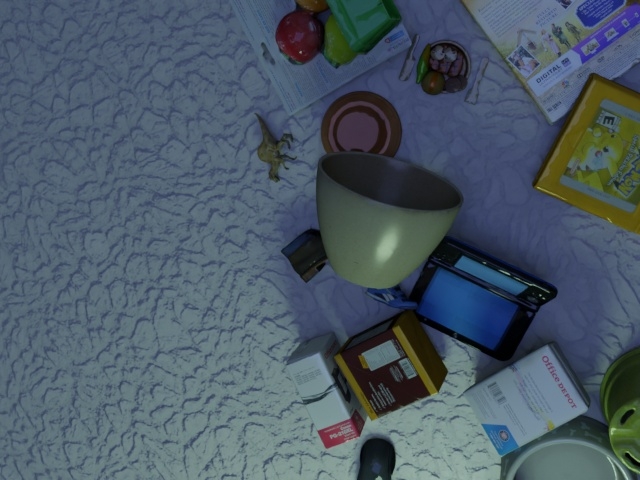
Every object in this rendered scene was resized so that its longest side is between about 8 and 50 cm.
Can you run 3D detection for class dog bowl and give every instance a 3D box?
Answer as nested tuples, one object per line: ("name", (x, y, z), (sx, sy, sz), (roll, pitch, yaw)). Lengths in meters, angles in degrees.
("dog bowl", (0.606, 0.605, 1.955), (0.349, 0.102, 0.348), (3, 101, 13))

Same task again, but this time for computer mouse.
("computer mouse", (0.176, 0.654, 2.080), (0.184, 0.060, 0.262), (12, 103, 11))

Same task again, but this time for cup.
("cup", (0.131, -0.032, 1.806), (0.331, 0.331, 0.237), (17, 113, 9))

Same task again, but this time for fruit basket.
("fruit basket", (-0.004, -0.515, 1.866), (0.353, 0.165, 0.327), (-26, 94, 31))

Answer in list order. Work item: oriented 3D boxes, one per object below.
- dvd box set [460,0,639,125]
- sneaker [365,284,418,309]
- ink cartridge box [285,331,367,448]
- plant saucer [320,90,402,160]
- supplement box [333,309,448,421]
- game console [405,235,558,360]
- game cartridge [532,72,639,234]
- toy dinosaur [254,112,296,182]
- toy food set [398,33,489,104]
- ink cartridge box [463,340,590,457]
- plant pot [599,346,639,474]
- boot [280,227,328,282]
("dvd box set", (0.518, -0.515, 1.777), (0.308, 0.062, 0.420), (-37, 92, 16))
("sneaker", (0.177, 0.131, 1.965), (0.144, 0.053, 0.059), (21, 96, 29))
("ink cartridge box", (0.022, 0.370, 1.999), (0.100, 0.172, 0.237), (-24, 95, 15))
("plant saucer", (0.096, -0.260, 1.931), (0.200, 0.037, 0.199), (3, 101, 13))
("supplement box", (0.175, 0.305, 1.963), (0.194, 0.129, 0.191), (-29, 94, 25))
("game console", (0.370, 0.143, 1.887), (0.293, 0.250, 0.173), (25, 78, 6))
("game cartridge", (0.683, -0.179, 1.780), (0.324, 0.052, 0.285), (23, 111, 0))
("toy dinosaur", (-0.116, -0.233, 1.974), (0.093, 0.053, 0.183), (-11, 98, 16))
("toy food set", (0.287, -0.400, 1.860), (0.192, 0.038, 0.132), (20, 104, 8))
("ink cartridge box", (0.490, 0.367, 1.882), (0.233, 0.168, 0.171), (-33, 77, 16))
("plant pot", (0.749, 0.396, 1.774), (0.276, 0.254, 0.276), (4, 99, 26))
("boot", (0.000, 0.000, 1.980), (0.106, 0.082, 0.219), (44, 108, -1))
